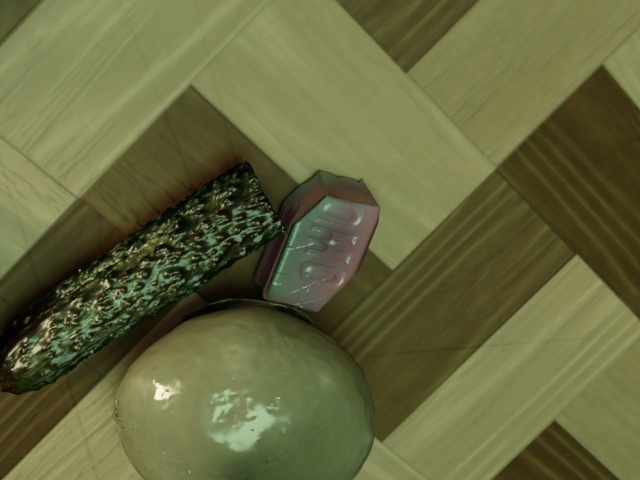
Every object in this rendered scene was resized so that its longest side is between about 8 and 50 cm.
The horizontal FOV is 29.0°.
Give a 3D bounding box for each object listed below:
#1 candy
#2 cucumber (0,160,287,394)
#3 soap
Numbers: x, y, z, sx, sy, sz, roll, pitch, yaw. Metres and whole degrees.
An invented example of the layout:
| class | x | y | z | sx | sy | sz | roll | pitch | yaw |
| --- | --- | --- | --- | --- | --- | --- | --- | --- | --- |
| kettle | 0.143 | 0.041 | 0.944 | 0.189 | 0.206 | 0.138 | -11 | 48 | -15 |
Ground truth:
| class | x | y | z | sx | sy | sz | roll | pitch | yaw |
| --- | --- | --- | --- | --- | --- | --- | --- | --- | --- |
| candy | -0.081 | 0.202 | 1.342 | 0.295 | 0.185 | 0.296 | -3 | 125 | -5 |
| cucumber | -0.205 | 0.047 | 1.301 | 0.359 | 0.096 | 0.096 | -32 | 119 | 2 |
| soap | 0.000 | 0.000 | 1.359 | 0.100 | 0.056 | 0.149 | 15 | 109 | -26 |
